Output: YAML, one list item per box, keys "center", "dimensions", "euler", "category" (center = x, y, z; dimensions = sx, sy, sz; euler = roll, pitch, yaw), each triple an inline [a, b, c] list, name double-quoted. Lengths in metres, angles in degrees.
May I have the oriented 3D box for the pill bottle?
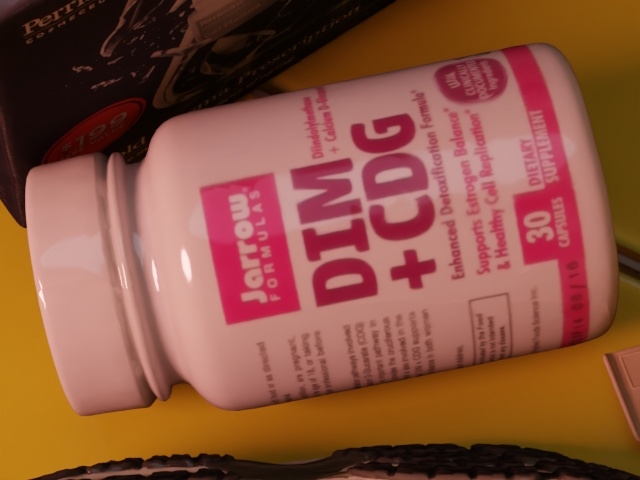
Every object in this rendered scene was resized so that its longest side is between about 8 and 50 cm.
- center: [0.000, 0.000, 0.911]
  dimensions: [0.283, 0.160, 0.160]
  euler: [-12, 58, 0]
  category: "pill bottle"

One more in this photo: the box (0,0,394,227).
- center: [-0.072, -0.202, 0.934]
  dimensions: [0.343, 0.312, 0.179]
  euler: [-34, 80, -13]
  category: "box"

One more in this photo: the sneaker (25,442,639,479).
- center: [0.023, 0.194, 0.835]
  dimensions: [0.410, 0.158, 0.182]
  euler: [-2, 90, 3]
  category: "sneaker"

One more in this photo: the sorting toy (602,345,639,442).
- center: [0.190, 0.089, 0.922]
  dimensions: [0.062, 0.012, 0.083]
  euler: [-12, 55, -7]
  category: "sorting toy"
